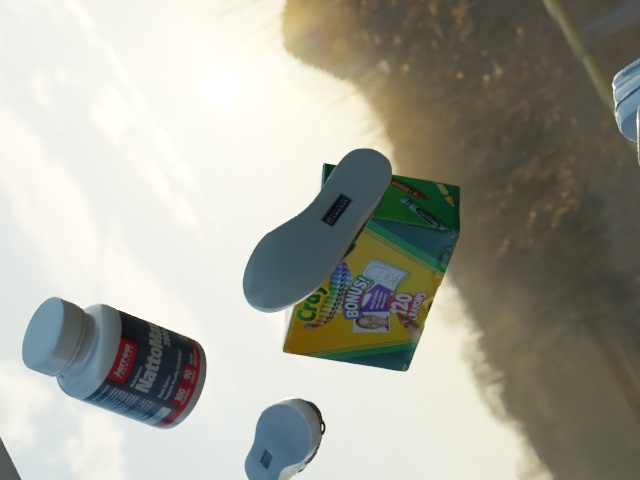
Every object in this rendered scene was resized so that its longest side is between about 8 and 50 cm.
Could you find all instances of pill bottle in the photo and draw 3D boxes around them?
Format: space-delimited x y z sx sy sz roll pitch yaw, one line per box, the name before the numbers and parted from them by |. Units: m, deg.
pill bottle | -0.222 0.128 1.555 0.180 0.108 0.108 25 -150 -34

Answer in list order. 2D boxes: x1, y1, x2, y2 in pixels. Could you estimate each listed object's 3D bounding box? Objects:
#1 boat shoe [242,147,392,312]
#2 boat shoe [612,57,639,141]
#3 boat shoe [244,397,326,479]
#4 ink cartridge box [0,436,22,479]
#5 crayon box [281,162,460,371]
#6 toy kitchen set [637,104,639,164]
boat shoe | 0.000 0.000 1.498 0.078 0.219 0.070 37 155 13
boat shoe | 0.397 -0.195 1.427 0.095 0.258 0.084 33 -141 -42
boat shoe | -0.031 0.245 1.788 0.080 0.076 0.228 46 147 17
ink cartridge box | -0.494 0.266 1.872 0.165 0.065 0.332 18 -164 -33
crayon box | 0.057 0.038 1.756 0.278 0.165 0.081 105 173 -48
toy kitchen set | 0.326 -0.139 1.031 0.122 0.166 0.207 29 -126 -40
